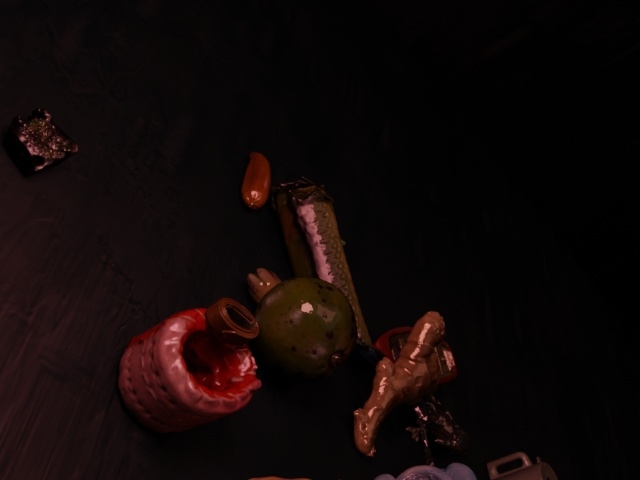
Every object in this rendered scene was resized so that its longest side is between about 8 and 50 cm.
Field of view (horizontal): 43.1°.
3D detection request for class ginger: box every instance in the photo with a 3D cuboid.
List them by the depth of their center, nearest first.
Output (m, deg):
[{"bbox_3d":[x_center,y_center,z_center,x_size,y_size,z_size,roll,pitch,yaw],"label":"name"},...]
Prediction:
[{"bbox_3d":[0.164,0.292,1.649,0.333,0.081,0.148,-43,127,-30],"label":"ginger"}]

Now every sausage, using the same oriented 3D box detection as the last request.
[{"bbox_3d":[-0.129,-0.125,1.666,0.183,0.054,0.062,-84,154,-52],"label":"sausage"}]

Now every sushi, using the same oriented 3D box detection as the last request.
[{"bbox_3d":[-0.422,-0.146,1.203,0.085,0.056,0.083,58,35,-9],"label":"sushi"}]

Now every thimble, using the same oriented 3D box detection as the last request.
[{"bbox_3d":[-0.195,0.191,1.194,0.189,0.125,0.163,14,53,-54],"label":"thimble"}]

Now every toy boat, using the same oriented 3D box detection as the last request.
[{"bbox_3d":[0.199,0.264,1.830,0.392,0.079,0.136,17,52,-53],"label":"toy boat"}]

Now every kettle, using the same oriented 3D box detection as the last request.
[{"bbox_3d":[0.477,0.583,1.931,0.127,0.148,0.098,61,30,-4],"label":"kettle"}]

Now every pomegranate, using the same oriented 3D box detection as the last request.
[{"bbox_3d":[-0.045,0.142,1.450,0.248,0.202,0.202,45,17,33],"label":"pomegranate"}]

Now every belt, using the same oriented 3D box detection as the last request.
[{"bbox_3d":[-0.129,0.122,1.201,0.083,0.036,0.059,40,32,-28],"label":"belt"}]

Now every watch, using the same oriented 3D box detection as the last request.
[{"bbox_3d":[0.209,0.527,1.534,0.193,0.210,0.211,66,17,-47],"label":"watch"}]

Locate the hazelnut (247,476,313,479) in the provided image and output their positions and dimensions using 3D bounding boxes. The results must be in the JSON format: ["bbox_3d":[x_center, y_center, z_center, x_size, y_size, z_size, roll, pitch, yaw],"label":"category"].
[{"bbox_3d":[-0.071,0.440,1.075,0.241,0.261,0.261,35,35,-62],"label":"hazelnut"}]

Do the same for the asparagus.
[{"bbox_3d":[-0.001,0.054,1.650,0.108,0.128,0.382,113,-39,-73],"label":"asparagus"}]

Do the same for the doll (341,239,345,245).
[{"bbox_3d":[0.000,0.000,1.769,0.115,0.050,0.190,-17,73,-51],"label":"doll"}]

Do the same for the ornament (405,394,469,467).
[{"bbox_3d":[0.253,0.420,1.710,0.202,0.080,0.236,49,6,-6],"label":"ornament"}]
